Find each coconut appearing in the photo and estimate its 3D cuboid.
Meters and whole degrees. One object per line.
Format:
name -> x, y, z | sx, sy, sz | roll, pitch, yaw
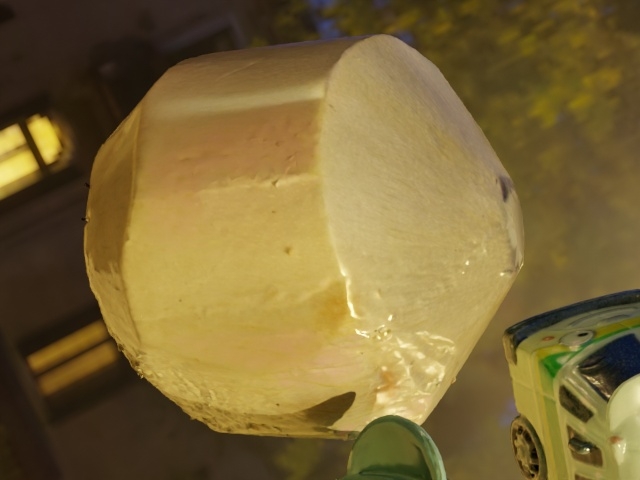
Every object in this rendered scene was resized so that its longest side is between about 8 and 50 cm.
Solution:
coconut -> -0.001, -0.003, 1.014 | 0.241, 0.241, 0.241 | 53, -19, 28

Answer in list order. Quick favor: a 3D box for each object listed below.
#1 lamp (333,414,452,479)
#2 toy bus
lamp -> 0.030, 0.243, 0.968 | 0.209, 0.147, 0.284 | 56, -33, 35
toy bus -> 0.223, 0.184, 1.244 | 0.165, 0.134, 0.276 | -156, -127, -69
